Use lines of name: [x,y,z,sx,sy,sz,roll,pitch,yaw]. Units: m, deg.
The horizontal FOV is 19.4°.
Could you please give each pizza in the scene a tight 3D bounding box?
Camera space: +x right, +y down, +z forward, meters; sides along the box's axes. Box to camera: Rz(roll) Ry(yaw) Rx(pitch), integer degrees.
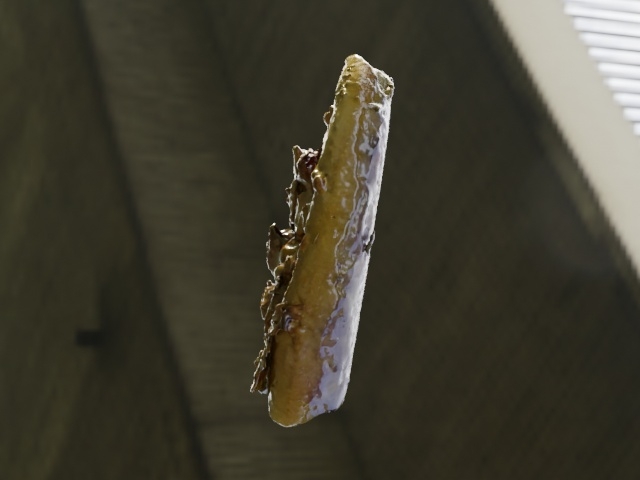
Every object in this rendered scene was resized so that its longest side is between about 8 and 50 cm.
pizza: [0.000,0.000,1.509,0.161,0.086,0.305,92,8,-83]
